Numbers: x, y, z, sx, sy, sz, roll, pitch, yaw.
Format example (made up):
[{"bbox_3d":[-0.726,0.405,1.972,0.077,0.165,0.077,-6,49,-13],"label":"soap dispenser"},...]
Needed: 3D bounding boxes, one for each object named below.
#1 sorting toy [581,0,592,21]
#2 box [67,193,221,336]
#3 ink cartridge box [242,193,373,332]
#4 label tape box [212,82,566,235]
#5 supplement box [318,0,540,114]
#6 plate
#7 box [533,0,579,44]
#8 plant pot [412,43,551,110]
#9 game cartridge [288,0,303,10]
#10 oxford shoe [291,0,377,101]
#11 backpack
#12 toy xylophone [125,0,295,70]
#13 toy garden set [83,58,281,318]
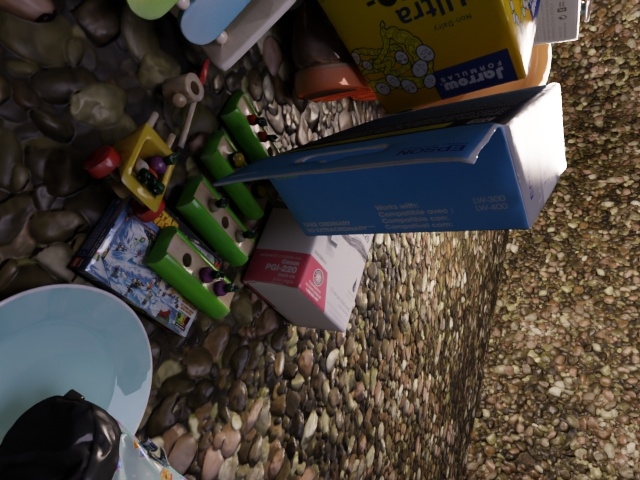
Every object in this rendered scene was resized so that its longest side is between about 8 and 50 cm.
[{"bbox_3d":[0.414,-0.393,0.710,0.062,0.012,0.083,20,80,-56],"label":"sorting toy"},{"bbox_3d":[-0.160,0.023,0.446,0.137,0.027,0.094,56,47,-47],"label":"box"},{"bbox_3d":[0.000,0.000,0.658,0.158,0.092,0.218,51,49,-50],"label":"ink cartridge box"},{"bbox_3d":[0.101,-0.074,0.496,0.347,0.249,0.115,-36,117,-48],"label":"label tape box"},{"bbox_3d":[0.101,-0.357,0.522,0.356,0.194,0.195,46,54,-38],"label":"supplement box"},{"bbox_3d":[-0.218,0.127,0.367,0.188,0.024,0.188,-10,101,-58],"label":"plate"},{"bbox_3d":[0.237,-0.446,0.753,0.168,0.345,0.215,16,80,-61],"label":"box"},{"bbox_3d":[0.292,-0.365,0.961,0.203,0.291,0.291,-15,108,-40],"label":"plant pot"},{"bbox_3d":[-0.066,-0.457,0.526,0.198,0.062,0.297,16,80,-64],"label":"game cartridge"},{"bbox_3d":[0.084,-0.298,0.734,0.363,0.130,0.133,-26,110,-56],"label":"oxford shoe"},{"bbox_3d":[-0.163,0.218,0.336,0.152,0.115,0.182,-63,146,-37],"label":"backpack"},{"bbox_3d":[-0.123,-0.283,0.322,0.322,0.236,0.081,14,37,-54],"label":"toy xylophone"},{"bbox_3d":[-0.107,-0.075,0.470,0.204,0.049,0.244,57,37,-46],"label":"toy garden set"}]
